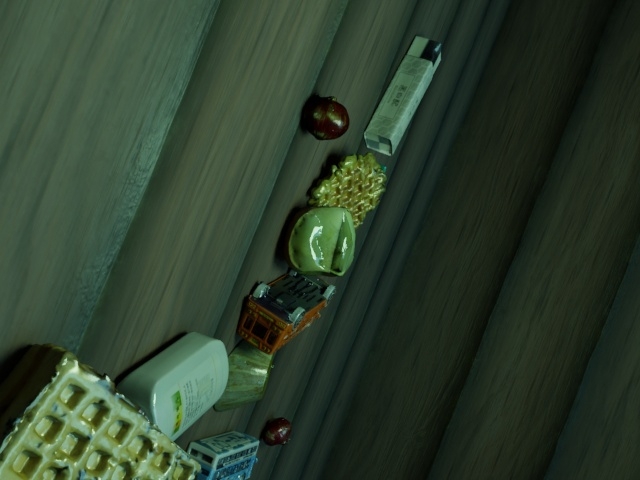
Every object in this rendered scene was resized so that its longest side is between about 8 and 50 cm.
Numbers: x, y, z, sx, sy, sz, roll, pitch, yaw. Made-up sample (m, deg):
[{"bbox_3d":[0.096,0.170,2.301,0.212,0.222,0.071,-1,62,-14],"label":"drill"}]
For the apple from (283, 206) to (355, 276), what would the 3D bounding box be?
[{"bbox_3d":[0.000,0.000,1.788,0.207,0.174,0.188,7,84,-28],"label":"apple"}]

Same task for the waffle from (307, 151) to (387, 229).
[{"bbox_3d":[0.072,-0.120,1.928,0.281,0.058,0.301,-47,148,-4],"label":"waffle"}]

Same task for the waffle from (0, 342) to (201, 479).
[{"bbox_3d":[-0.362,0.366,1.018,0.376,0.114,0.261,59,43,-38],"label":"waffle"}]

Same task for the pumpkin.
[{"bbox_3d":[-0.186,0.369,1.795,0.217,0.110,0.217,15,90,-73],"label":"pumpkin"}]

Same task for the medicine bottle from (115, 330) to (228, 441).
[{"bbox_3d":[-0.315,0.318,1.327,0.324,0.124,0.179,-38,140,-60],"label":"medicine bottle"}]

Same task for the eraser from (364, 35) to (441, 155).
[{"bbox_3d":[0.270,-0.468,2.149,0.403,0.098,0.096,-63,161,-18],"label":"eraser"}]

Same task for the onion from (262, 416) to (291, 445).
[{"bbox_3d":[-0.143,0.643,2.238,0.107,0.097,0.107,-43,166,-14],"label":"onion"}]

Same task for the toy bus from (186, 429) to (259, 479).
[{"bbox_3d":[-0.271,0.598,1.802,0.297,0.106,0.131,26,82,-71],"label":"toy bus"}]

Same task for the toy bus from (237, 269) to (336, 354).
[{"bbox_3d":[-0.085,0.181,1.814,0.153,0.143,0.329,-65,166,22],"label":"toy bus"}]

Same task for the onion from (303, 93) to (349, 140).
[{"bbox_3d":[0.018,-0.295,1.614,0.117,0.119,0.118,-32,140,-55],"label":"onion"}]

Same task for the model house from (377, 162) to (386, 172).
[{"bbox_3d":[0.144,-0.187,2.111,0.149,0.100,0.127,-47,153,-53],"label":"model house"}]
